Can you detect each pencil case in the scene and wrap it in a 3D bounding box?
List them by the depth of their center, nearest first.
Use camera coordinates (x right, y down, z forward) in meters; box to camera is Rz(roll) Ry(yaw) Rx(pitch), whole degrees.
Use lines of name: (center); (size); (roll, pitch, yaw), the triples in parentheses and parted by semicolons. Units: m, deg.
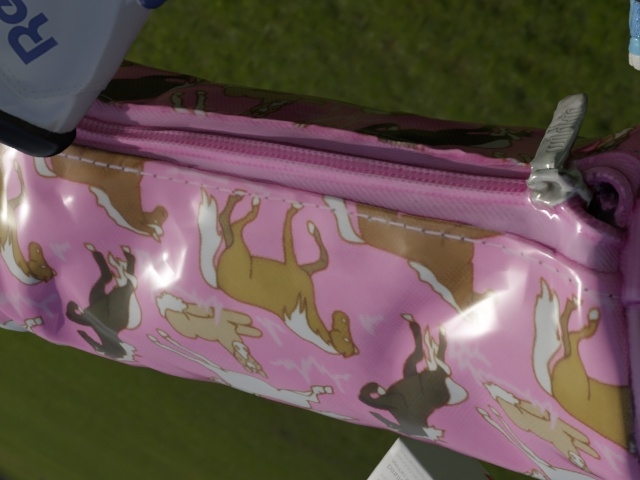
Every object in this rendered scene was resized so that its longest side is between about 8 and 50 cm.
pencil case: (0.000, 0.000, 0.682); (0.386, 0.167, 0.160); (11, -159, 34)

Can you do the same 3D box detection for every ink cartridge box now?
ink cartridge box: (0.098, 0.327, 1.616); (0.092, 0.218, 0.158); (-6, -134, -48)

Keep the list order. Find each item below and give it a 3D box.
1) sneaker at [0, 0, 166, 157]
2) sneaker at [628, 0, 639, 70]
sneaker: (-0.193, -0.126, 0.548); (0.315, 0.182, 0.127); (33, -165, 6)
sneaker: (0.252, -0.172, 0.960); (0.063, 0.162, 0.073); (24, 147, 44)
